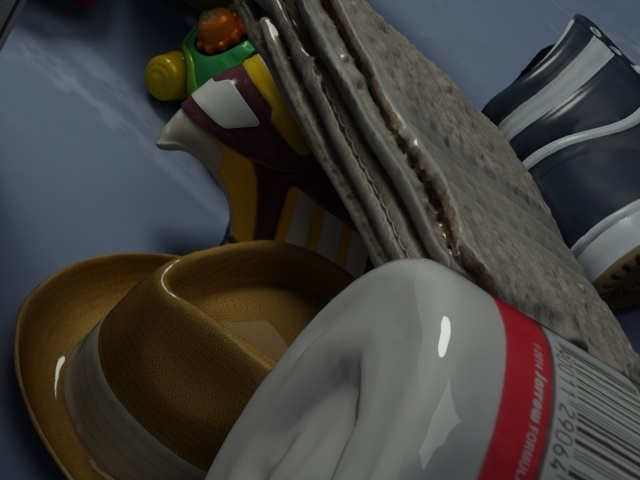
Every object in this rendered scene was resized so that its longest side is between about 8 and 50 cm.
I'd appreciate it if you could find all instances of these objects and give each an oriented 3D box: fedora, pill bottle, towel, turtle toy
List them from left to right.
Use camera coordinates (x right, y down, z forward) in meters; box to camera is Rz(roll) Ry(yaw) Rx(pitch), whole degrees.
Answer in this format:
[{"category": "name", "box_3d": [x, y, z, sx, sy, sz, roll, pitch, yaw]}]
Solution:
[{"category": "fedora", "box_3d": [-0.027, 0.054, 0.740, 0.194, 0.079, 0.194, 21, 37, -17]}, {"category": "turtle toy", "box_3d": [-0.020, -0.076, 0.909, 0.095, 0.066, 0.130, -17, 59, -48]}, {"category": "towel", "box_3d": [0.069, -0.012, 0.811, 0.187, 0.049, 0.282, 63, 15, 24]}, {"category": "pill bottle", "box_3d": [0.117, 0.156, 0.639, 0.318, 0.176, 0.176, 32, 34, -16]}]

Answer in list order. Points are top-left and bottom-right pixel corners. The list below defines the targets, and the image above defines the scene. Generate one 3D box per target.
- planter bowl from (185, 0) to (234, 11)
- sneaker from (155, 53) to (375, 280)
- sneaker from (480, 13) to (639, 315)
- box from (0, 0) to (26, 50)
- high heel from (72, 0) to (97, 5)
[{"category": "planter bowl", "box_3d": [-0.039, -0.179, 0.988, 0.217, 0.090, 0.217, 23, 30, -14]}, {"category": "sneaker", "box_3d": [0.000, 0.000, 0.847, 0.185, 0.084, 0.069, 55, 5, -9]}, {"category": "sneaker", "box_3d": [0.208, -0.056, 1.043, 0.282, 0.099, 0.153, -14, 58, -43]}, {"category": "box", "box_3d": [-0.173, -0.177, 0.714, 0.169, 0.290, 0.087, -8, 54, -46]}, {"category": "high heel", "box_3d": [-0.147, -0.219, 0.992, 0.117, 0.082, 0.244, 53, 14, -24]}]
